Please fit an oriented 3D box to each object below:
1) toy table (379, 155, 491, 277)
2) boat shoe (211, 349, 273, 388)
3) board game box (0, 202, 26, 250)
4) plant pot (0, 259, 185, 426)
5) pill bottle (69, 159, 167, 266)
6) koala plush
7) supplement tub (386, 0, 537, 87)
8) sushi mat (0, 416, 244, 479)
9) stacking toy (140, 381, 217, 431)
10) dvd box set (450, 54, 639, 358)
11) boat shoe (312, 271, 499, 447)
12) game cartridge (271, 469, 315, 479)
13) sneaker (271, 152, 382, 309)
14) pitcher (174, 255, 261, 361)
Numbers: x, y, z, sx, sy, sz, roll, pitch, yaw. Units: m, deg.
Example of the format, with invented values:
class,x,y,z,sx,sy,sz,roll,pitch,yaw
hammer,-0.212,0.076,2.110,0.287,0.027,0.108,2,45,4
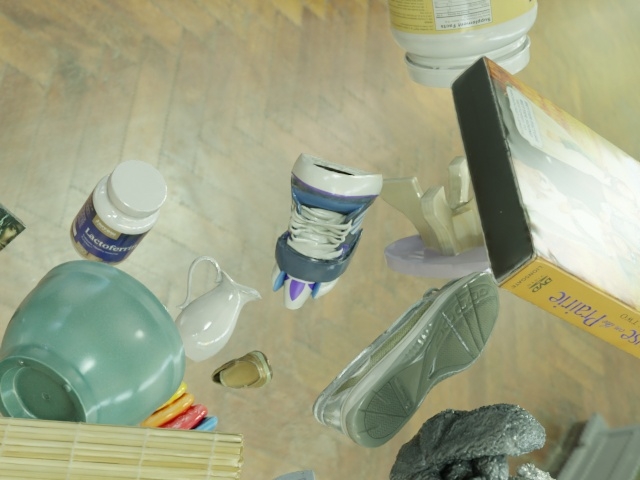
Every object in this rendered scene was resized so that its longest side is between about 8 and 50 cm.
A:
class,x,y,z,sx,sy,sz,roll,pitch,yaw
toy table,0.236,-0.041,1.612,0.252,0.274,0.161,-63,143,-66
boat shoe,-0.150,0.249,1.681,0.072,0.190,0.068,-16,83,-28
board game box,-0.544,-0.031,1.363,0.026,0.126,0.186,41,-9,37
plant pot,-0.390,0.205,1.446,0.293,0.293,0.196,58,33,-13
pill bottle,-0.444,-0.060,2.016,0.153,0.264,0.153,16,56,-25
koala plush,0.222,0.333,1.166,0.221,0.203,0.196,36,65,-27
supplement tub,0.217,-0.434,1.448,0.241,0.241,0.331,-52,138,-49
sushi mat,-0.230,0.243,0.839,0.019,0.316,0.151,88,6,-74
stacking toy,-0.388,0.350,2.151,0.166,0.175,0.302,-30,93,-19
dvd box set,0.337,-0.006,1.061,0.420,0.062,0.307,26,42,-30
boat shoe,0.125,0.148,1.244,0.320,0.103,0.118,-43,123,-26
game cartridge,-0.046,0.382,1.398,0.056,0.083,0.017,-102,173,-47
sneaker,0.000,0.000,1.358,0.323,0.130,0.236,-68,174,-85
pitcher,-0.263,0.155,2.077,0.178,0.207,0.125,40,0,-4
